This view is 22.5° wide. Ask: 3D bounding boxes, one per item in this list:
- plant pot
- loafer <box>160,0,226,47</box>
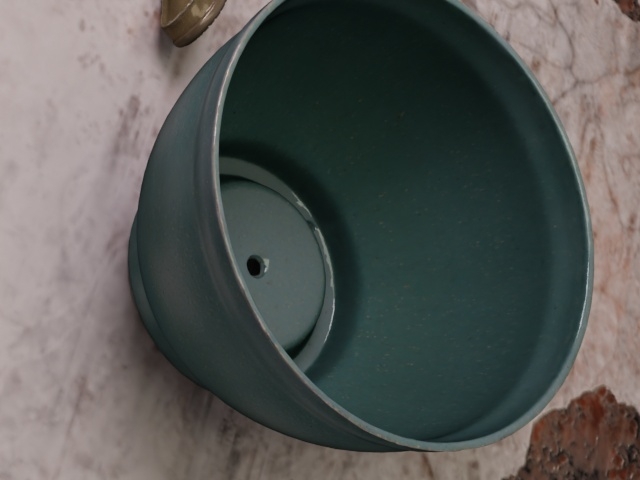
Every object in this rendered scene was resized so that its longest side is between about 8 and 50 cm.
[{"bbox_3d":[0.000,0.000,1.016,0.293,0.196,0.293,13,69,-36],"label":"plant pot"},{"bbox_3d":[-0.091,-0.196,1.103,0.050,0.056,0.148,28,50,-28],"label":"loafer"}]
